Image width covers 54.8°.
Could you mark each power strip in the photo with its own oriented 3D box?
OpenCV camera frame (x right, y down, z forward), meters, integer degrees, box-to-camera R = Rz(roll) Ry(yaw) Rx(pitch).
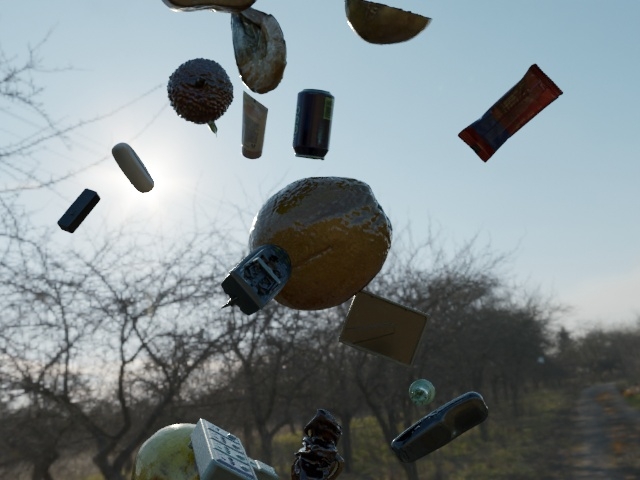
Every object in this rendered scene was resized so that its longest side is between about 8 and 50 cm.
[{"bbox_3d":[-0.144,0.382,1.034,0.145,0.061,0.215,31,-6,-14],"label":"power strip"},{"bbox_3d":[-0.535,-0.067,1.370,0.037,0.111,0.029,17,-31,19],"label":"power strip"}]

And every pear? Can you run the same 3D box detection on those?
[{"bbox_3d":[-0.359,0.641,1.639,0.314,0.315,0.314,-7,-15,-2],"label":"pear"}]

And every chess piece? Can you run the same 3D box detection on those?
[{"bbox_3d":[0.256,0.394,1.578,0.067,0.067,0.103,-11,-8,13],"label":"chess piece"}]

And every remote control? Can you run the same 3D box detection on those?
[{"bbox_3d":[0.251,0.396,1.297,0.222,0.072,0.042,-30,12,-4],"label":"remote control"}]

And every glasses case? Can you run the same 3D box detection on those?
[{"bbox_3d":[-0.538,-0.208,1.779,0.063,0.041,0.164,-17,-61,23],"label":"glasses case"}]

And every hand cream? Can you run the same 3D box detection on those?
[{"bbox_3d":[-0.245,-0.415,2.248,0.083,0.133,0.248,-35,-26,-35],"label":"hand cream"}]

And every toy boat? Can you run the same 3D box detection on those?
[{"bbox_3d":[-0.106,0.060,1.195,0.103,0.093,0.246,-40,3,22],"label":"toy boat"}]

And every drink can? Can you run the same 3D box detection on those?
[{"bbox_3d":[-0.022,-0.348,1.863,0.118,0.205,0.118,7,3,0],"label":"drink can"}]

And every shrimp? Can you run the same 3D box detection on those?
[{"bbox_3d":[-0.224,-0.697,2.065,0.109,0.446,0.221,-2,-24,-48],"label":"shrimp"}]

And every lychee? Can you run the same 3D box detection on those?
[{"bbox_3d":[-0.294,-0.365,1.511,0.165,0.165,0.197,-7,-6,-2],"label":"lychee"}]

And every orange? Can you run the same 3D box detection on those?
[{"bbox_3d":[0.000,0.000,1.517,0.357,0.322,0.322,-32,-24,22],"label":"orange"}]

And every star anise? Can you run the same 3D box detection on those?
[{"bbox_3d":[0.000,0.534,1.552,0.125,0.190,0.220,13,-36,-1],"label":"star anise"}]

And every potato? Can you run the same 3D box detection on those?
[{"bbox_3d":[0.185,-0.552,1.609,0.261,0.100,0.120,4,21,-28],"label":"potato"}]

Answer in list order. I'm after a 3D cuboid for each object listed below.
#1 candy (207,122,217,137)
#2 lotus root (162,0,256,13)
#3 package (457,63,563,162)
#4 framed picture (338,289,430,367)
[{"bbox_3d":[-0.390,-0.441,2.083,0.032,0.178,0.102,-26,-13,-2],"label":"candy"},{"bbox_3d":[-0.313,-0.792,1.688,0.390,0.375,0.111,33,-7,-20],"label":"lotus root"},{"bbox_3d":[0.373,-0.249,1.223,0.200,0.083,0.022,-44,1,23],"label":"package"},{"bbox_3d":[0.207,0.284,2.000,0.259,0.189,0.023,20,-3,0],"label":"framed picture"}]
